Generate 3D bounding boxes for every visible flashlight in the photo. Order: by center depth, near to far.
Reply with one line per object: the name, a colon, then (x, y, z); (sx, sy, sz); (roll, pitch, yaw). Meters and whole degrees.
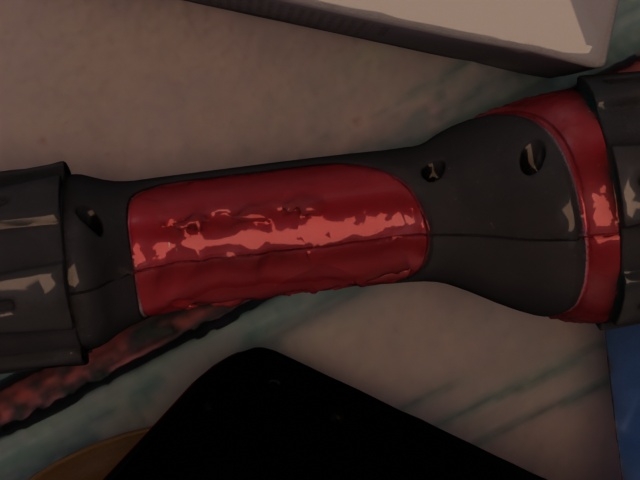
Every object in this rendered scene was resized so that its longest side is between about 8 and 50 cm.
flashlight: (0.000, 0.000, 0.580); (0.304, 0.103, 0.103); (-7, 58, -5)

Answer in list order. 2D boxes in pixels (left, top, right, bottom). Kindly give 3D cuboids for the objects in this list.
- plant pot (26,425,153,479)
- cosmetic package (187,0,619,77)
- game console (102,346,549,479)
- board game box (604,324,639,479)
plant pot: (-0.042, 0.180, 0.576); (0.236, 0.032, 0.236); (2, 54, -3)
cosmetic package: (0.005, -0.143, 0.596); (0.231, 0.085, 0.117); (13, 92, -5)
game console: (0.044, 0.210, 0.465); (0.387, 0.342, 0.060); (24, 131, 19)
board game box: (0.181, 0.086, 0.632); (0.133, 0.033, 0.168); (-1, 74, -13)
